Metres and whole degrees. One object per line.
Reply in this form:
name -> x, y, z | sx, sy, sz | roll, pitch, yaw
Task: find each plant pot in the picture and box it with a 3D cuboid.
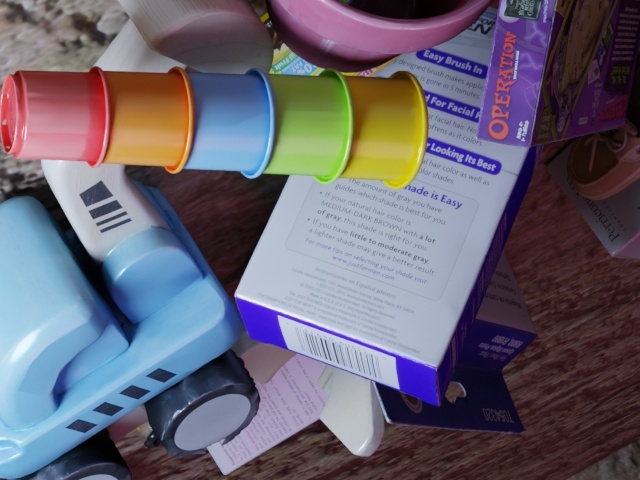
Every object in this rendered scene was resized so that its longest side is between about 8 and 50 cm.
plant pot -> 0.035, -0.220, 1.206 | 0.201, 0.201, 0.180 | -25, 171, -16

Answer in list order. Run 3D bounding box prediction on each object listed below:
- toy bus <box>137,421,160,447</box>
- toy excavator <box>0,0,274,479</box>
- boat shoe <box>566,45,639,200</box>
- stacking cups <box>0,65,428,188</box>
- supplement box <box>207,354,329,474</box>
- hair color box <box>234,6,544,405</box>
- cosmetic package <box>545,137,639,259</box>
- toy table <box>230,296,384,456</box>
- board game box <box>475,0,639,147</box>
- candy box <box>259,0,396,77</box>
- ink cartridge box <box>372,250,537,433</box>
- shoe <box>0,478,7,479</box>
toy bus -> -0.170, 0.164, 1.694 | 0.202, 0.104, 0.191 | -56, -178, -5
toy excavator -> -0.192, 0.010, 1.366 | 0.433, 0.222, 0.445 | -33, 148, -2
boat shoe -> 0.367, -0.168, 1.809 | 0.089, 0.104, 0.285 | 5, 127, -47
stacking cups -> -0.080, -0.095, 1.186 | 0.316, 0.096, 0.096 | 3, 143, -22
supplement box -> -0.055, 0.157, 1.846 | 0.220, 0.111, 0.114 | -32, 117, -3
hair color box -> 0.079, -0.048, 1.370 | 0.110, 0.185, 0.339 | 77, 35, -66
cosmetic package -> 0.413, -0.087, 1.940 | 0.184, 0.151, 0.151 | -45, 153, 24
toy table -> 0.010, 0.088, 1.664 | 0.274, 0.252, 0.161 | 25, 105, -42
board game box -> 0.207, -0.186, 1.251 | 0.347, 0.056, 0.208 | -16, 113, -68
candy box -> 0.030, -0.191, 1.337 | 0.206, 0.105, 0.027 | -37, 156, 9
ink cartridge box -> 0.107, 0.025, 1.566 | 0.071, 0.330, 0.324 | -30, 159, 23
shoe -> -0.373, 0.226, 1.726 | 0.219, 0.058, 0.076 | 12, 98, -63
